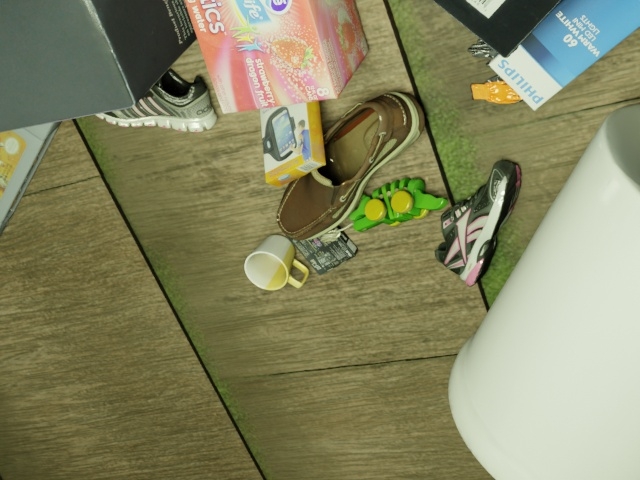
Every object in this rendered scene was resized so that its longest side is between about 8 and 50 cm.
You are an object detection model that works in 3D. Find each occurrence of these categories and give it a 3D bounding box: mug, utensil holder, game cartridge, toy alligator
[{"bbox_3d":[-0.060,0.031,1.632,0.062,0.064,0.078,-19,115,29],"label":"mug"},{"bbox_3d":[0.365,0.085,1.354,0.328,0.327,0.385,25,125,3],"label":"utensil holder"},{"bbox_3d":[-0.488,-0.146,1.683,0.198,0.062,0.297,32,128,-7],"label":"game cartridge"},{"bbox_3d":[0.076,-0.044,1.545,0.190,0.056,0.051,-16,73,32],"label":"toy alligator"}]

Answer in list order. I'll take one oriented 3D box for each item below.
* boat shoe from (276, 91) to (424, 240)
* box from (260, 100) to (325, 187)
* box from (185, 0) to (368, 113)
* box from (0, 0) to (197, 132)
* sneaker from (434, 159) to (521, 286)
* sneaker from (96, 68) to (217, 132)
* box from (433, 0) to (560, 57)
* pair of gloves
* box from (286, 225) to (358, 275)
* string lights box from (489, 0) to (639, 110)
[{"bbox_3d":[0.014,-0.091,1.491,0.095,0.095,0.257,53,124,18],"label":"boat shoe"},{"bbox_3d":[-0.036,-0.142,1.473,0.081,0.136,0.028,-25,153,38],"label":"box"},{"bbox_3d":[-0.066,-0.311,1.357,0.154,0.142,0.300,-4,120,22],"label":"box"},{"bbox_3d":[-0.307,-0.266,1.383,0.296,0.294,0.182,-7,119,25],"label":"box"},{"bbox_3d":[0.189,-0.025,1.503,0.077,0.072,0.178,28,122,15],"label":"sneaker"},{"bbox_3d":[-0.218,-0.188,1.548,0.170,0.063,0.074,7,125,10],"label":"sneaker"},{"bbox_3d":[0.185,-0.308,1.225,0.153,0.207,0.108,37,131,-7],"label":"box"},{"bbox_3d":[0.211,-0.199,1.412,0.074,0.010,0.083,4,123,18],"label":"pair of gloves"},{"bbox_3d":[0.000,0.000,1.618,0.067,0.018,0.083,-30,108,33],"label":"box"},{"bbox_3d":[0.302,-0.264,1.257,0.077,0.133,0.260,42,127,-11],"label":"string lights box"}]
